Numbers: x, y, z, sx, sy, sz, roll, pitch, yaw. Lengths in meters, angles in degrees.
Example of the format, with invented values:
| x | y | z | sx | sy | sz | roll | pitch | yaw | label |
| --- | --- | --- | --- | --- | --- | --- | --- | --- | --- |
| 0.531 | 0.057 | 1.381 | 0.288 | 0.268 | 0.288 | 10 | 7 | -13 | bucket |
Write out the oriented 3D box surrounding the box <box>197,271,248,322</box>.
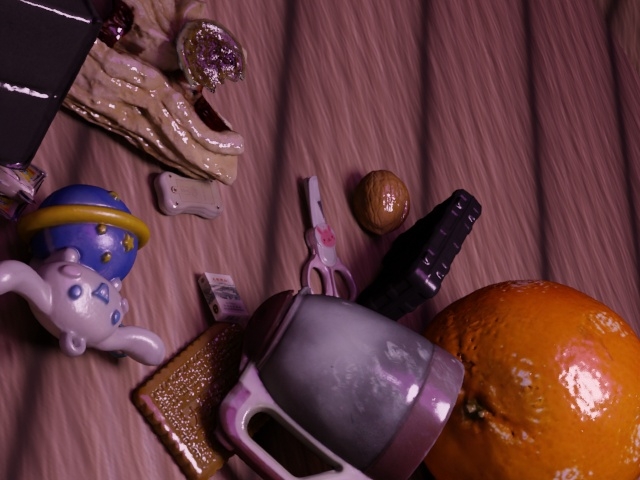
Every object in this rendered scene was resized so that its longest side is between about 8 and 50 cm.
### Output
| x | y | z | sx | sy | sz | roll | pitch | yaw | label |
| --- | --- | --- | --- | --- | --- | --- | --- | --- | --- |
| -0.151 | 0.089 | 1.825 | 0.054 | 0.024 | 0.083 | 8 | 42 | -42 | box |

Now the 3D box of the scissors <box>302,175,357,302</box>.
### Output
| x | y | z | sx | sy | sz | roll | pitch | yaw | label |
| --- | --- | --- | --- | --- | --- | --- | --- | --- | --- |
| 0.000 | 0.000 | 2.054 | 0.118 | 0.030 | 0.242 | 7 | 66 | -44 | scissors |

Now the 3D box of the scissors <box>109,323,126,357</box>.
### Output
| x | y | z | sx | sy | sz | roll | pitch | yaw | label |
| --- | --- | --- | --- | --- | --- | --- | --- | --- | --- |
| -0.319 | 0.133 | 1.647 | 0.119 | 0.014 | 0.058 | 15 | 52 | -44 | scissors |

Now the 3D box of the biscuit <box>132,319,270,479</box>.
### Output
| x | y | z | sx | sy | sz | roll | pitch | yaw | label |
| --- | --- | --- | --- | --- | --- | --- | --- | --- | --- |
| -0.154 | 0.231 | 1.749 | 0.172 | 0.029 | 0.254 | 55 | 39 | -4 | biscuit |

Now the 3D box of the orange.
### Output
| x | y | z | sx | sy | sz | roll | pitch | yaw | label |
| --- | --- | --- | --- | --- | --- | --- | --- | --- | --- |
| 0.338 | 0.266 | 1.937 | 0.326 | 0.424 | 0.424 | 9 | 60 | -55 | orange |

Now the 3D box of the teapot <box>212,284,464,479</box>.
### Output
| x | y | z | sx | sy | sz | roll | pitch | yaw | label |
| --- | --- | --- | --- | --- | --- | --- | --- | --- | --- |
| 0.007 | 0.233 | 1.743 | 0.312 | 0.233 | 0.315 | 32 | 64 | -2 | teapot |

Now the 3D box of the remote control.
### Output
| x | y | z | sx | sy | sz | roll | pitch | yaw | label |
| --- | --- | --- | --- | --- | --- | --- | --- | --- | --- |
| -0.211 | -0.071 | 1.875 | 0.122 | 0.032 | 0.074 | 5 | 61 | -44 | remote control |

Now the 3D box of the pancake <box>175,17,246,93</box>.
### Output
| x | y | z | sx | sy | sz | roll | pitch | yaw | label |
| --- | --- | --- | --- | --- | --- | --- | --- | --- | --- |
| -0.172 | -0.286 | 1.802 | 0.129 | 0.022 | 0.116 | -32 | 101 | -43 | pancake |

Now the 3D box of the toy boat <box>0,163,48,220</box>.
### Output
| x | y | z | sx | sy | sz | roll | pitch | yaw | label |
| --- | --- | --- | --- | --- | --- | --- | --- | --- | --- |
| -0.470 | -0.113 | 1.597 | 0.210 | 0.084 | 0.066 | 35 | 11 | -7 | toy boat |

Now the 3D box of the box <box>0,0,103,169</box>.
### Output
| x | y | z | sx | sy | sz | roll | pitch | yaw | label |
| --- | --- | --- | --- | --- | --- | --- | --- | --- | --- |
| -0.460 | -0.309 | 1.513 | 0.204 | 0.251 | 0.345 | 11 | 38 | -40 | box |

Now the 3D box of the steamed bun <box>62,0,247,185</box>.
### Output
| x | y | z | sx | sy | sz | roll | pitch | yaw | label |
| --- | --- | --- | --- | --- | --- | --- | --- | --- | --- |
| -0.267 | -0.288 | 1.832 | 0.428 | 0.189 | 0.247 | 34 | 30 | -22 | steamed bun |

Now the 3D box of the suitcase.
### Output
| x | y | z | sx | sy | sz | roll | pitch | yaw | label |
| --- | --- | --- | --- | --- | --- | --- | --- | --- | --- |
| 0.168 | 0.039 | 2.070 | 0.066 | 0.206 | 0.285 | 43 | 41 | -6 | suitcase |

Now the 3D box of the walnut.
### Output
| x | y | z | sx | sy | sz | roll | pitch | yaw | label |
| --- | --- | --- | --- | --- | --- | --- | --- | --- | --- |
| 0.113 | -0.070 | 2.168 | 0.105 | 0.105 | 0.124 | 21 | 64 | -37 | walnut |

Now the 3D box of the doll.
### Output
| x | y | z | sx | sy | sz | roll | pitch | yaw | label |
| --- | --- | --- | --- | --- | --- | --- | --- | --- | --- |
| -0.351 | 0.035 | 1.565 | 0.311 | 0.159 | 0.242 | 18 | 72 | -57 | doll |
